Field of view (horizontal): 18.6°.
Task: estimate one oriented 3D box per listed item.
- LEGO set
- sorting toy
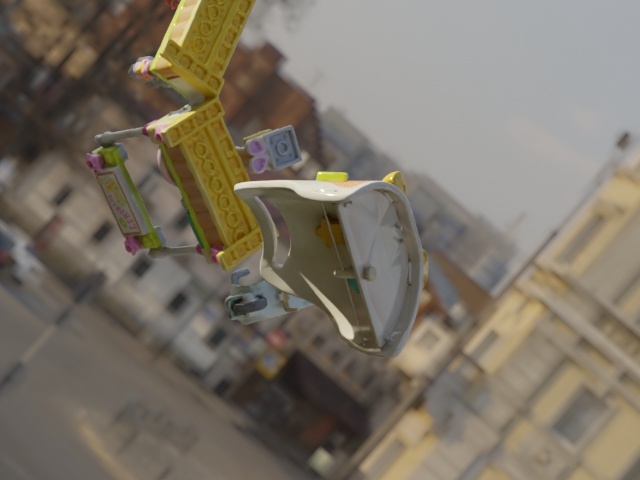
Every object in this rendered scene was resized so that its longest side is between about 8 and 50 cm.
[{"bbox_3d":[-0.077,-0.088,1.203,0.132,0.287,0.107,-7,1,-41],"label":"LEGO set"},{"bbox_3d":[0.000,0.000,0.815,0.075,0.045,0.083,8,-49,32],"label":"sorting toy"}]
